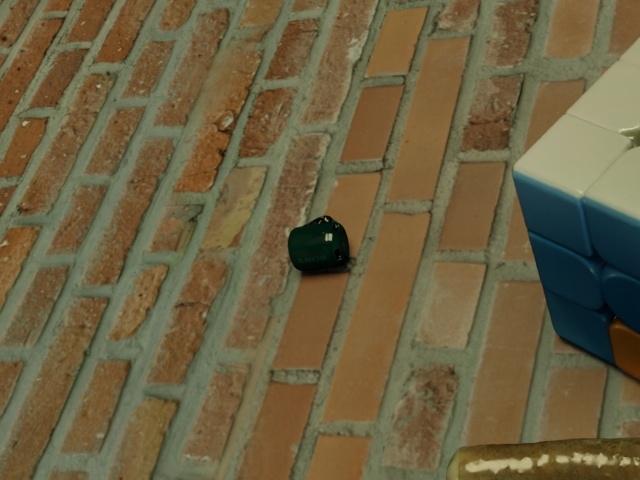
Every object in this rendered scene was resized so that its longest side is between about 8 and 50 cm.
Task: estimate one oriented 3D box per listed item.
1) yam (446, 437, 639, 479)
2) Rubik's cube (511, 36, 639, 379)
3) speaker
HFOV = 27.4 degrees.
[{"bbox_3d":[0.303,0.240,1.365,0.356,0.081,0.081,-6,47,19],"label":"yam"},{"bbox_3d":[0.421,-0.020,1.406,0.290,0.292,0.291,27,63,40],"label":"Rubik's cube"},{"bbox_3d":[0.002,0.004,1.747,0.075,0.060,0.094,-7,11,18],"label":"speaker"}]
